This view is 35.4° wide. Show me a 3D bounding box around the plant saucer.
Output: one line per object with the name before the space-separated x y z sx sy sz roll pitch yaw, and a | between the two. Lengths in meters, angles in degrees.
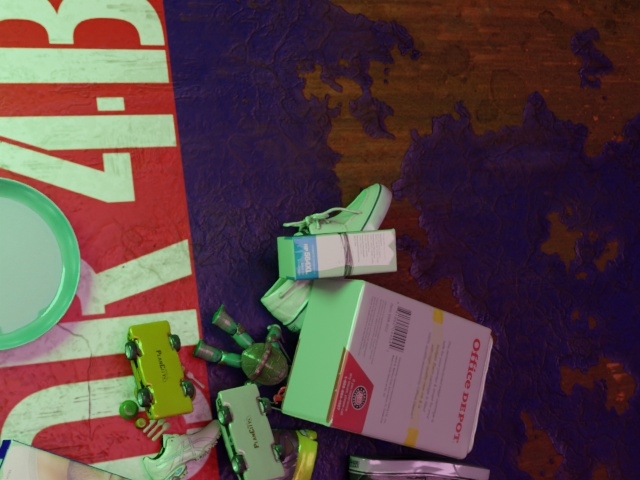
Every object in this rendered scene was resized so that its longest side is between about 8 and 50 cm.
plant saucer | -0.599 0.043 1.822 0.317 0.043 0.318 5 79 -23

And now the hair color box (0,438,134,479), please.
hair color box | -0.430 0.494 1.782 0.338 0.110 0.185 24 70 -21

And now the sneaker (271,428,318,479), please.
sneaker | -0.093 0.506 1.948 0.121 0.111 0.300 15 68 -11

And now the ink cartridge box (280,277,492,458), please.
ink cartridge box | 0.142 0.260 1.997 0.384 0.160 0.279 23 76 -37

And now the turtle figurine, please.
turtle figurine | -0.123 0.234 1.972 0.234 0.118 0.175 32 69 -10

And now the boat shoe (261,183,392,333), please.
boat shoe | -0.003 0.002 2.067 0.156 0.136 0.367 39 77 -10

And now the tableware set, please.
tableware set | -0.306 0.301 1.922 0.104 0.024 0.154 44 67 -4

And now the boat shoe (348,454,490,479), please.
boat shoe | 0.204 0.503 2.070 0.306 0.113 0.105 6 84 -21

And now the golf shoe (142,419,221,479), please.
golf shoe | -0.259 0.388 1.905 0.086 0.069 0.176 48 62 -1

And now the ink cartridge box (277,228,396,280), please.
ink cartridge box | 0.031 0.027 1.929 0.203 0.148 0.086 -3 90 -14

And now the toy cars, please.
toy cars | -0.223 0.312 1.876 0.393 0.087 0.176 37 53 -4
